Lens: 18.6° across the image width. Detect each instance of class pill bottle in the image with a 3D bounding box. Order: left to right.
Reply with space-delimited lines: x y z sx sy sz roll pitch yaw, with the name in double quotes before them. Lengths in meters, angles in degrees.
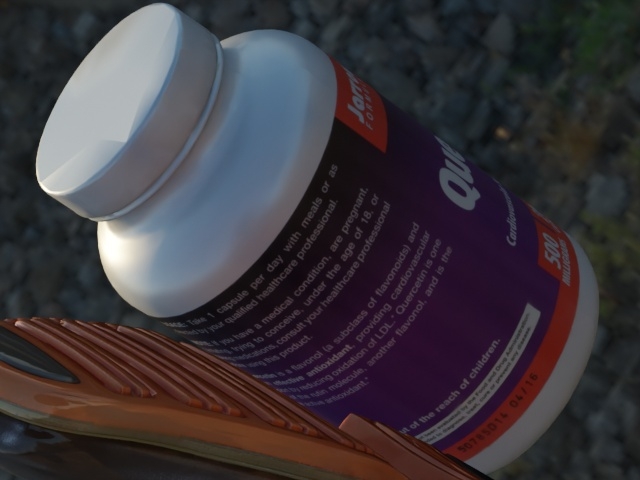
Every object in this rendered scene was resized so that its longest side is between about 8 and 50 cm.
"pill bottle" 0.000 0.000 1.143 0.181 0.323 0.181 -36 35 31

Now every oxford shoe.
"oxford shoe" -0.027 0.133 0.854 0.130 0.363 0.133 29 91 47
